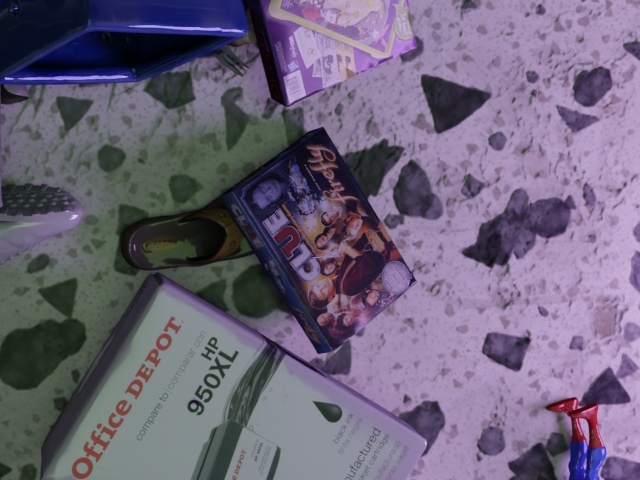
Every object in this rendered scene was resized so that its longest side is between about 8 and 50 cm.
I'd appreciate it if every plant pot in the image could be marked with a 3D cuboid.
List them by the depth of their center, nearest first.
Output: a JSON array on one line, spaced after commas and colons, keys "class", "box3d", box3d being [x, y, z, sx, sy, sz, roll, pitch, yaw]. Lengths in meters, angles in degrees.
[{"class": "plant pot", "box3d": [-0.253, -0.309, 1.560, 0.236, 0.236, 0.212, -8, 86, -44]}]

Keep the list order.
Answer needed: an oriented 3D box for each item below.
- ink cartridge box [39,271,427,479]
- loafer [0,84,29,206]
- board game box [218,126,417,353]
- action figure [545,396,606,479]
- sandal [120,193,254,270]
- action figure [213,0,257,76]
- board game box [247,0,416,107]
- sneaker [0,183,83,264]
[{"class": "ink cartridge box", "box3d": [-0.114, 0.262, 1.702, 0.395, 0.166, 0.285, 32, 87, -11]}, {"class": "loafer", "box3d": [-0.405, -0.193, 1.628, 0.111, 0.112, 0.319, 11, 87, -21]}, {"class": "board game box", "box3d": [0.000, 0.000, 1.743, 0.165, 0.042, 0.243, -38, 103, -28]}, {"class": "action figure", "box3d": [0.337, 0.371, 1.856, 0.139, 0.091, 0.280, -17, 98, -17]}, {"class": "sandal", "box3d": [-0.145, -0.012, 1.728, 0.219, 0.060, 0.090, -11, 98, -13]}, {"class": "action figure", "box3d": [-0.082, -0.329, 1.699, 0.285, 0.099, 0.185, -42, 109, -2]}, {"class": "board game box", "box3d": [-0.003, -0.358, 1.641, 0.208, 0.056, 0.347, -24, 122, -19]}, {"class": "sneaker", "box3d": [-0.408, -0.006, 1.671, 0.235, 0.090, 0.095, -10, 116, -11]}]
